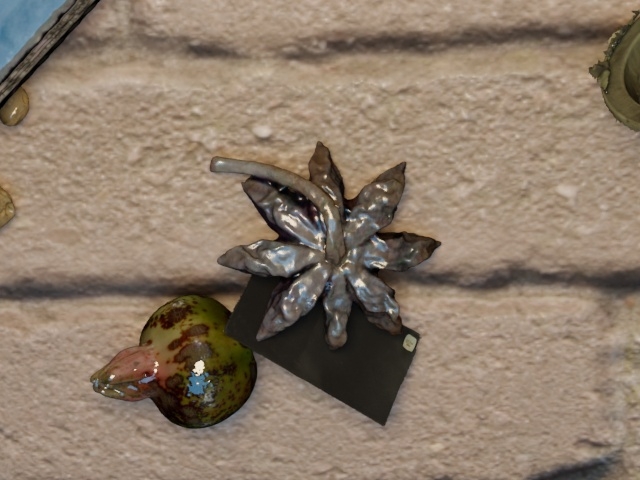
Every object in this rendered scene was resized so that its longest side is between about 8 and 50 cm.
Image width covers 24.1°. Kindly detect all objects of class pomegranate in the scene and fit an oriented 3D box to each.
[{"bbox_3d":[-0.139,0.122,1.501,0.125,0.163,0.138,-36,64,33],"label":"pomegranate"}]

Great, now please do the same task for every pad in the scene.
[{"bbox_3d":[0.005,0.095,1.517,0.193,0.116,0.004,31,148,-10],"label":"pad"}]

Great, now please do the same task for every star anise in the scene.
[{"bbox_3d":[-0.001,0.001,1.472,0.262,0.081,0.230,42,92,-10],"label":"star anise"}]

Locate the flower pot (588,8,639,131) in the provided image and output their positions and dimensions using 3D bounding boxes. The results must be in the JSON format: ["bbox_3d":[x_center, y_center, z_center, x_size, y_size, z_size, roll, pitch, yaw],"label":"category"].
[{"bbox_3d":[0.424,-0.100,1.341,0.290,0.290,0.259,-25,119,12],"label":"flower pot"}]

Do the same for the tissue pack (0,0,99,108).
[{"bbox_3d":[-0.348,-0.248,1.345,0.259,0.122,0.361,45,99,-4],"label":"tissue pack"}]

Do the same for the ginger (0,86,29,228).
[{"bbox_3d":[-0.350,-0.128,1.462,0.149,0.065,0.258,-22,107,9],"label":"ginger"}]
